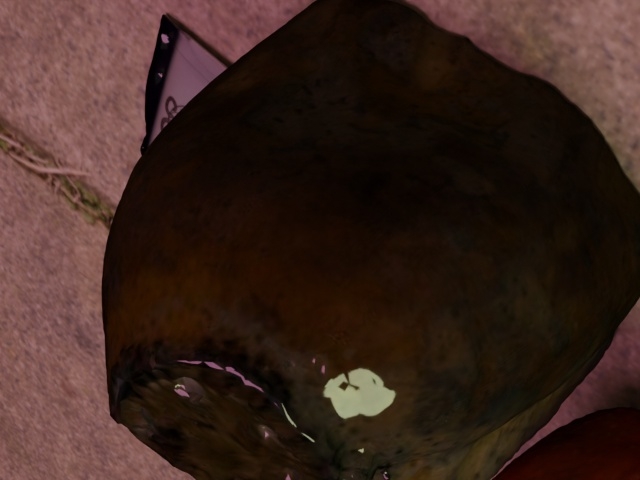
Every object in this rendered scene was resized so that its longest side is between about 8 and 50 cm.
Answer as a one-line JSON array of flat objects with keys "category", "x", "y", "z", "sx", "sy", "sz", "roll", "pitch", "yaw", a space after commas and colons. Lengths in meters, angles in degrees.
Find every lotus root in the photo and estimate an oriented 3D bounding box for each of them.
[{"category": "lotus root", "x": 0.009, "y": 0.004, "z": 0.749, "sx": 0.267, "sy": 0.260, "sz": 0.149, "roll": 37, "pitch": 138, "yaw": 15}]

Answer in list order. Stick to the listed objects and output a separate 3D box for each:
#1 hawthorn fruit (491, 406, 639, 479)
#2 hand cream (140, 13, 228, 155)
[{"category": "hawthorn fruit", "x": 0.153, "y": 0.212, "z": 0.780, "sx": 0.205, "sy": 0.253, "sz": 0.205, "roll": 25, "pitch": 134, "yaw": 29}, {"category": "hand cream", "x": 0.000, "y": 0.000, "z": 0.917, "sx": 0.336, "sy": 0.076, "sz": 0.121, "roll": 42, "pitch": 134, "yaw": 20}]
